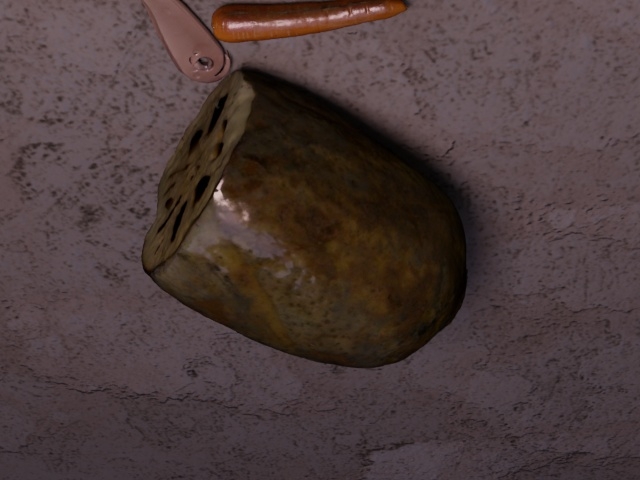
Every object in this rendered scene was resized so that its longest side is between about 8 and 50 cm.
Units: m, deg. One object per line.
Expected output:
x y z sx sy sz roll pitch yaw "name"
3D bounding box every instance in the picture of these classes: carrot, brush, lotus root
-0.011 -0.214 1.093 0.190 0.037 0.037 -5 140 4 "carrot"
-0.173 -0.240 1.047 0.072 0.067 0.313 -14 140 18 "brush"
0.000 0.000 1.203 0.346 0.250 0.250 28 135 -30 "lotus root"
